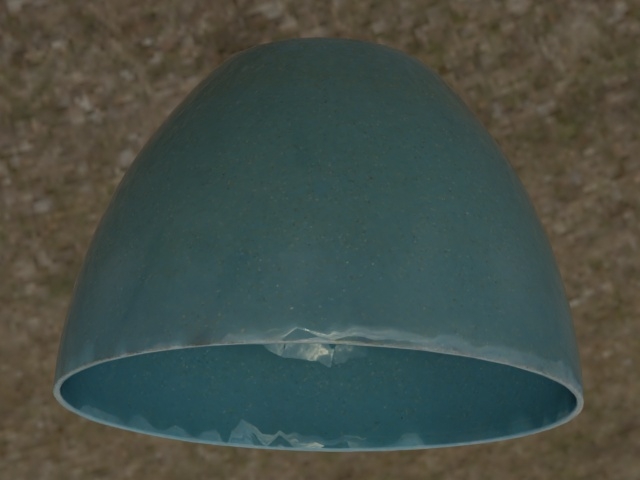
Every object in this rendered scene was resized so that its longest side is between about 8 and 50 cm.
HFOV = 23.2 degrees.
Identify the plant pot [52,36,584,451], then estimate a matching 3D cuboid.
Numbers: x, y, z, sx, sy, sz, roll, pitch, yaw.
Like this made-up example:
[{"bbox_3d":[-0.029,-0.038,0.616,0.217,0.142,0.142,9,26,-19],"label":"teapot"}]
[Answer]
[{"bbox_3d":[0.000,0.000,0.890,0.290,0.195,0.290,1,162,0],"label":"plant pot"}]
